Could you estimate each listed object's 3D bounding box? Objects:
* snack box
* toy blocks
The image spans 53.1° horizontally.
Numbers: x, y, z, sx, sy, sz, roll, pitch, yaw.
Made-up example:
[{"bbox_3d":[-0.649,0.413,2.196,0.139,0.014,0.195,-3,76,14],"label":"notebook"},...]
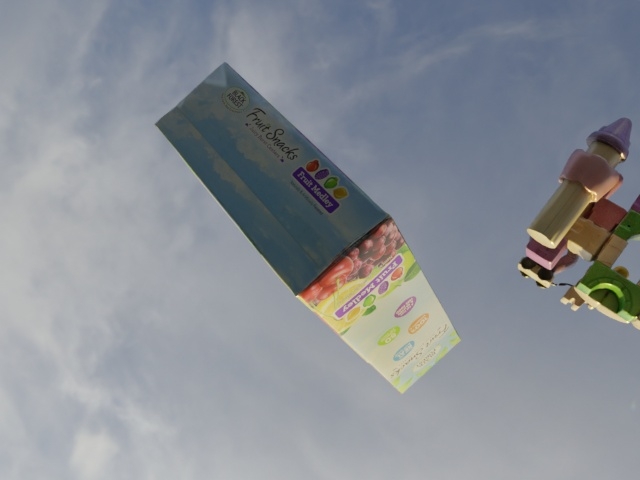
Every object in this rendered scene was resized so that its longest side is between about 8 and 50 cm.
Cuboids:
[{"bbox_3d":[0.000,0.000,0.447,0.070,0.207,0.174,-41,-123,-2],"label":"snack box"},{"bbox_3d":[0.462,-0.016,0.881,0.288,0.309,0.260,36,-93,21],"label":"toy blocks"}]
